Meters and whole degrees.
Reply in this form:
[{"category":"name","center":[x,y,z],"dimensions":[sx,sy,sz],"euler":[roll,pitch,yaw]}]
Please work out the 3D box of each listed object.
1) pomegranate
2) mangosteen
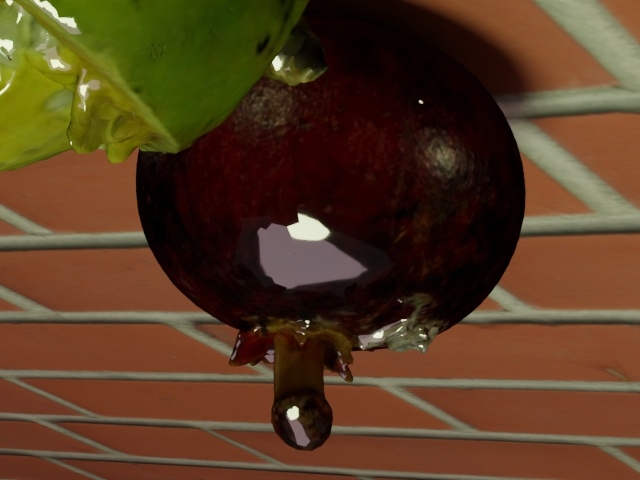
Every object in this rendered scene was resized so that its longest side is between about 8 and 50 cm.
[{"category":"pomegranate","center":[-0.142,-0.171,0.758],"dimensions":[0.340,0.260,0.260],"euler":[47,152,-11]},{"category":"mangosteen","center":[0.000,0.000,1.109],"dimensions":[0.236,0.261,0.235],"euler":[8,161,3]}]
